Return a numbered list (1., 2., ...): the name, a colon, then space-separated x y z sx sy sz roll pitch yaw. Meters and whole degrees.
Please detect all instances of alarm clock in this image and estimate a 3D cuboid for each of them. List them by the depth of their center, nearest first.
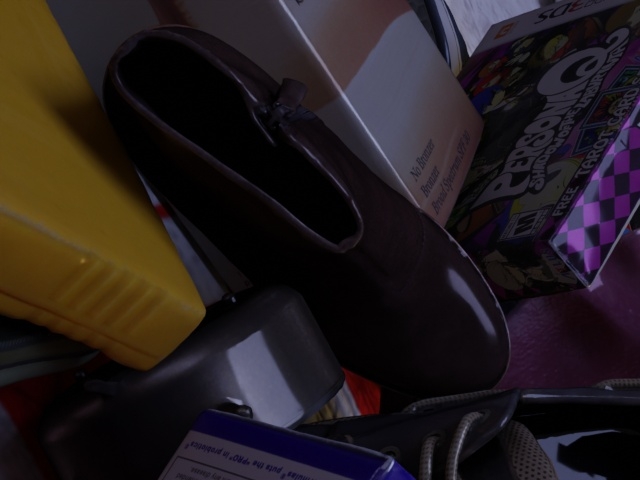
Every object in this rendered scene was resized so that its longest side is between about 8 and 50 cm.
1. alarm clock: -0.053 0.063 0.763 0.064 0.129 0.192 62 17 -1

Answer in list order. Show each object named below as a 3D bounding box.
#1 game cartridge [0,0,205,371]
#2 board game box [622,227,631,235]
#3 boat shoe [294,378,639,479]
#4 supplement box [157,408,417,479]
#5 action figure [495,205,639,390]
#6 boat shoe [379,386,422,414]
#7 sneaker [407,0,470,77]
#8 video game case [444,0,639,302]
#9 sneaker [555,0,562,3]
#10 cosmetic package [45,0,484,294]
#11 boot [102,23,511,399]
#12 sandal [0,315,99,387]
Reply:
1. game cartridge: -0.203 -0.105 0.630 0.323 0.052 0.285 33 20 -49
2. board game box: 0.258 0.062 1.413 0.133 0.033 0.169 33 36 -38
3. boat shoe: 0.060 0.119 0.776 0.355 0.130 0.132 -11 68 -30
4. supplement box: -0.035 0.185 0.596 0.111 0.114 0.220 46 66 -33
5. action figure: 0.218 0.152 1.053 0.370 0.248 0.276 52 27 -7
6. boat shoe: 0.099 0.188 0.907 0.111 0.104 0.307 115 -31 -71
7. sneaker: 0.109 -0.064 1.180 0.163 0.086 0.226 -1 78 -49
8. video game case: 0.123 -0.058 0.990 0.042 0.210 0.232 46 61 -20
9. sneaker: 0.345 -0.177 1.628 0.282 0.161 0.102 43 35 -33
10. cosmetic package: -0.049 -0.126 0.924 0.296 0.129 0.153 54 30 -18
11. boot: 0.000 0.000 0.768 0.248 0.090 0.207 41 0 -7
12. sandal: -0.177 0.028 0.613 0.120 0.086 0.303 52 16 21
